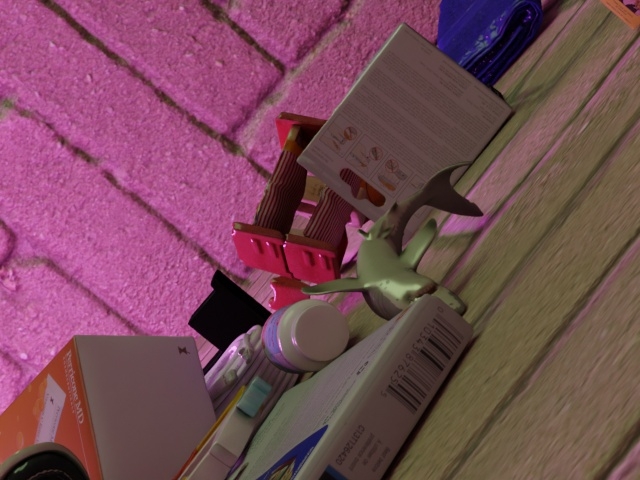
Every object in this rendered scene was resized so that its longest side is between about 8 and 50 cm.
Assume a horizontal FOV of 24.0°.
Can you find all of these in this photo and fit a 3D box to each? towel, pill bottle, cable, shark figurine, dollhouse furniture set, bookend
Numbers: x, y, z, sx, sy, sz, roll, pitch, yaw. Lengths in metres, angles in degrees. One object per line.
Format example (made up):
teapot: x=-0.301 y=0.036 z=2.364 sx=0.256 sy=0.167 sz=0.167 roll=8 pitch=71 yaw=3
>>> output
towel: x=0.282 y=-0.371 z=2.456 sx=0.227 sy=0.076 sz=0.308 roll=-46 pitch=22 yaw=31
pill bottle: x=-0.016 y=0.115 z=1.806 sx=0.087 sy=0.087 sz=0.160 roll=-52 pitch=6 yaw=-14
cable: x=-0.126 y=0.223 z=1.979 sx=0.257 sy=0.089 sz=0.257 roll=-50 pitch=5 yaw=19
shark figurine: x=0.085 y=0.033 z=1.538 sx=0.166 sy=0.116 sz=0.278 roll=-13 pitch=28 yaw=17
dollhouse furniture set: x=0.000 y=0.000 z=2.164 sx=0.374 sy=0.152 sz=0.201 roll=77 pitch=-150 yaw=-62
bookend: x=-0.141 y=0.155 z=2.198 sx=0.157 sy=0.156 sz=0.072 roll=-50 pitch=6 yaw=8

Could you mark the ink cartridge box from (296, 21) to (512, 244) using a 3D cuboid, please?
ink cartridge box: x=0.109 y=-0.142 z=1.994 sx=0.232 sy=0.189 sz=0.066 roll=-52 pitch=3 yaw=5

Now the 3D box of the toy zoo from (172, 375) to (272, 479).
toy zoo: x=-0.139 y=0.260 z=1.557 sx=0.293 sy=0.030 sz=0.192 roll=-53 pitch=2 yaw=12

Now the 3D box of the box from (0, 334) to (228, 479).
box: x=-0.281 y=0.286 z=1.857 sx=0.345 sy=0.168 sz=0.215 roll=-44 pitch=53 yaw=43

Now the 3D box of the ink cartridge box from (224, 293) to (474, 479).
ink cartridge box: x=-0.024 y=0.216 z=1.324 sx=0.303 sy=0.072 sz=0.307 roll=-55 pitch=4 yaw=-32

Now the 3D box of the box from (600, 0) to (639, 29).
box: x=0.392 y=-0.319 z=1.580 sx=0.087 sy=0.058 sz=0.232 roll=-55 pitch=7 yaw=-34

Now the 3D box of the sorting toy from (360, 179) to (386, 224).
sorting toy: x=0.155 y=-0.160 z=2.393 sx=0.126 sy=0.127 sz=0.365 roll=-4 pitch=35 yaw=40

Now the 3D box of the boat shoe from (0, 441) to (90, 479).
boat shoe: x=-0.285 y=0.361 z=1.622 sx=0.127 sy=0.113 sz=0.340 roll=-15 pitch=-46 yaw=-27

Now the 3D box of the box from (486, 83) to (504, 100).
box: x=0.214 y=-0.163 z=2.136 sx=0.116 sy=0.029 sz=0.162 roll=-49 pitch=4 yaw=12
